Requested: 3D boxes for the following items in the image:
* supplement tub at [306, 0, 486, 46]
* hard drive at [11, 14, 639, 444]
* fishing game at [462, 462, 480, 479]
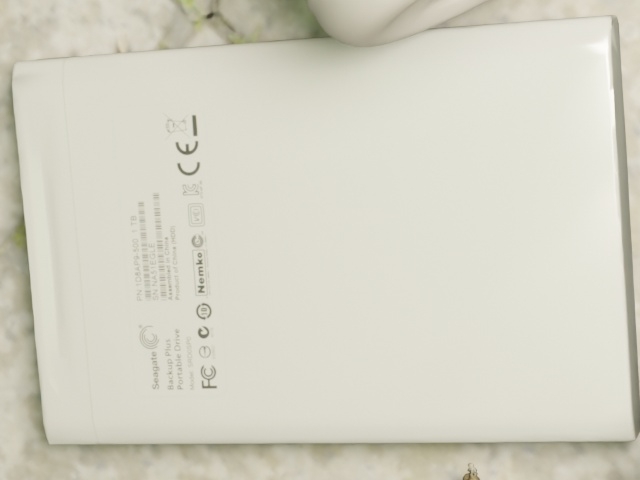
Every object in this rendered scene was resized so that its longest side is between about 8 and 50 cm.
[{"bbox_3d":[0.034,-0.290,0.898,0.241,0.241,0.331,-30,88,18],"label":"supplement tub"},{"bbox_3d":[0.000,0.000,1.047,0.353,0.047,0.233,-2,96,18],"label":"hard drive"},{"bbox_3d":[0.103,0.269,0.982,0.041,0.189,0.264,-7,103,-11],"label":"fishing game"}]
